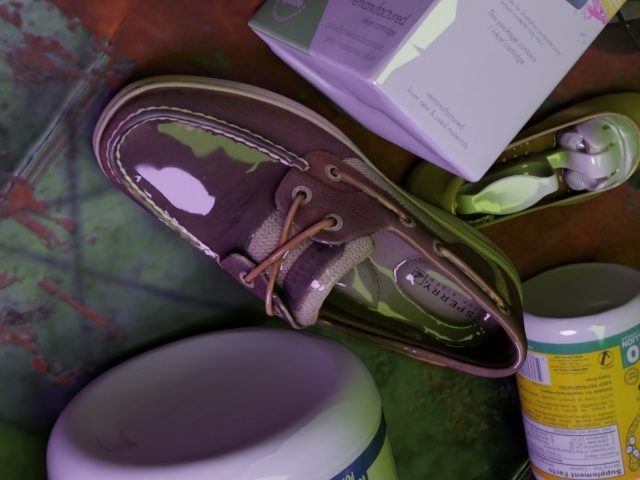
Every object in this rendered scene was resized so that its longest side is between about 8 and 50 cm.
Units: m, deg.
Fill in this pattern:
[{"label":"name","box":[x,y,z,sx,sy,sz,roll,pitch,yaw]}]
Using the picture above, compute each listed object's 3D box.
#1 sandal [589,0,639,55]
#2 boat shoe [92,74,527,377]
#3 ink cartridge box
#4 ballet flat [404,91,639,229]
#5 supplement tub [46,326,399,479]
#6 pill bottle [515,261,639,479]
[{"label":"sandal","box":[0.257,-0.206,1.504,0.219,0.060,0.090,-30,123,-30]},{"label":"boat shoe","box":[0.000,0.000,1.372,0.342,0.123,0.123,31,108,-16]},{"label":"ink cartridge box","box":[0.135,-0.229,1.349,0.119,0.207,0.353,42,85,-30]},{"label":"ballet flat","box":[0.178,-0.052,1.501,0.232,0.073,0.080,-20,111,-19]},{"label":"supplement tub","box":[-0.045,0.250,1.399,0.235,0.235,0.325,-21,113,-18]},{"label":"pill bottle","box":[0.217,0.132,1.552,0.117,0.117,0.208,-19,112,-19]}]
